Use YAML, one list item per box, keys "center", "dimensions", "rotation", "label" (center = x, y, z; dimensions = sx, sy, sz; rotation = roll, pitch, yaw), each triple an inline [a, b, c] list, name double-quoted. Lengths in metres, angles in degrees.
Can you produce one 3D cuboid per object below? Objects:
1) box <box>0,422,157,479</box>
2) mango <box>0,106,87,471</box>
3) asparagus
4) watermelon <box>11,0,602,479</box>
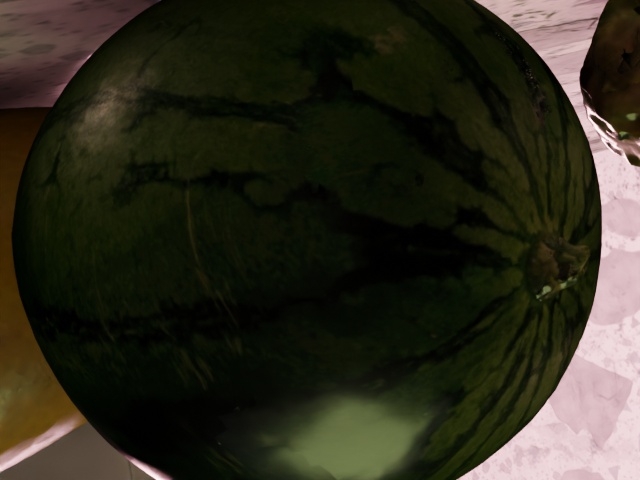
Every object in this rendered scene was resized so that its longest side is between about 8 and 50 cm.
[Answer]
- center: [-0.213, 0.078, 0.983]
  dimensions: [0.193, 0.294, 0.167]
  rotation: [-12, -171, -5]
  label: "box"
- center: [-0.244, 0.049, 0.741]
  dimensions: [0.445, 0.220, 0.301]
  rotation: [-16, 176, -10]
  label: "mango"
- center: [0.242, -0.106, 0.919]
  dimensions: [0.108, 0.128, 0.382]
  rotation: [24, -172, 11]
  label: "asparagus"
- center: [-0.004, 0.000, 0.574]
  dimensions: [0.242, 0.242, 0.242]
  rotation: [-13, 178, 0]
  label: "watermelon"
